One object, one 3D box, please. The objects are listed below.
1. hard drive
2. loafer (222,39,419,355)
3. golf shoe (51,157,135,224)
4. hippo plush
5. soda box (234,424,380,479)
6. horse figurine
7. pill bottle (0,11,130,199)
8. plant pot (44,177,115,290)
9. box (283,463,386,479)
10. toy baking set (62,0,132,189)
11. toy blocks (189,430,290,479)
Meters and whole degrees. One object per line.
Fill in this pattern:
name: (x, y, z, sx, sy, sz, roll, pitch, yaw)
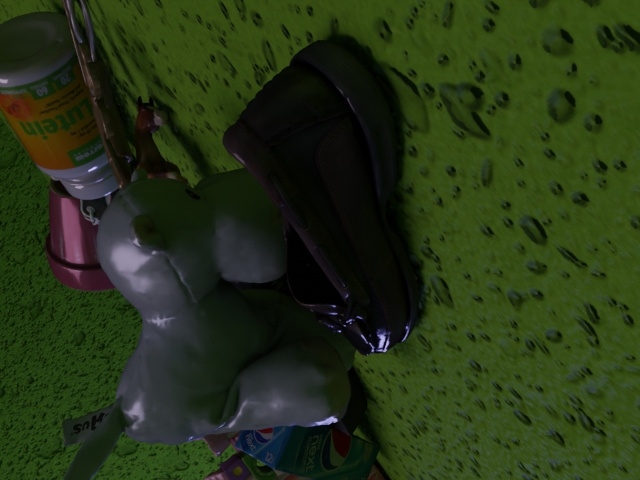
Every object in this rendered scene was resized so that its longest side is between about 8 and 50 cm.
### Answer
hard drive: (-0.043, 0.111, 0.941, 0.254, 0.054, 0.172, 58, 162, -12)
loafer: (0.000, 0.000, 0.548, 0.109, 0.095, 0.302, 42, 159, 33)
golf shoe: (-0.311, -0.047, 1.227, 0.273, 0.120, 0.105, 51, 161, 3)
hippo plush: (-0.116, 0.045, 0.709, 0.234, 0.294, 0.236, -133, 32, -69)
soda box: (-0.010, 0.259, 0.969, 0.071, 0.067, 0.210, 17, 168, 38)
horse figurine: (-0.167, -0.015, 0.885, 0.174, 0.066, 0.263, 35, 140, 47)
pill bottle: (-0.351, -0.173, 1.053, 0.136, 0.136, 0.245, 41, 159, 35)
plant pot: (-0.404, -0.038, 1.388, 0.201, 0.201, 0.180, 39, 143, 39)
box: (-0.027, 0.446, 1.131, 0.154, 0.300, 0.142, 56, 164, -5)
toy baking set: (-0.255, -0.183, 0.894, 0.196, 0.030, 0.256, 103, 147, -61)
toy blocks: (-0.145, 0.478, 1.565, 0.288, 0.260, 0.309, 58, 162, -13)
